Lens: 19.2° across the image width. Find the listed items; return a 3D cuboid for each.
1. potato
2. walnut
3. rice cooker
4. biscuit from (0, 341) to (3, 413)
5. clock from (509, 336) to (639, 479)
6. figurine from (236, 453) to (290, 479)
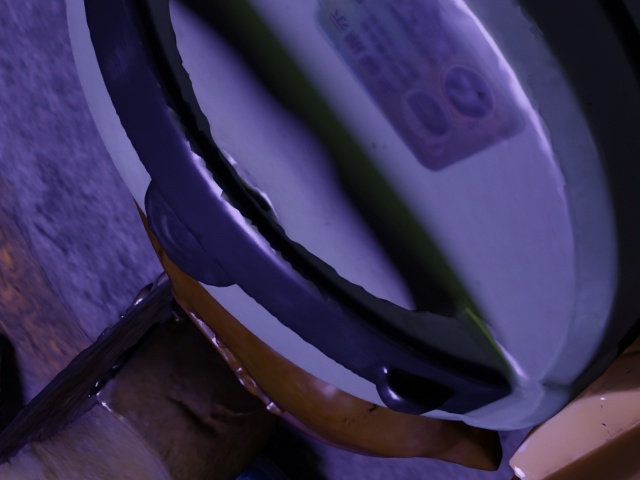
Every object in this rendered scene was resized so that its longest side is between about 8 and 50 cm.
[{"bbox_3d":[-0.089,0.091,0.991,0.098,0.138,0.243,44,147,-9],"label":"potato"},{"bbox_3d":[0.000,0.000,0.805,0.245,0.137,0.137,60,145,0],"label":"walnut"},{"bbox_3d":[0.046,-0.074,0.588,0.226,0.244,0.226,33,145,27],"label":"rice cooker"},{"bbox_3d":[-0.329,0.110,1.230,0.250,0.046,0.147,12,115,3],"label":"biscuit"},{"bbox_3d":[0.210,0.117,0.648,0.244,0.200,0.317,47,138,0],"label":"clock"},{"bbox_3d":[-0.044,0.164,1.054,0.114,0.079,0.114,23,131,29],"label":"figurine"}]
